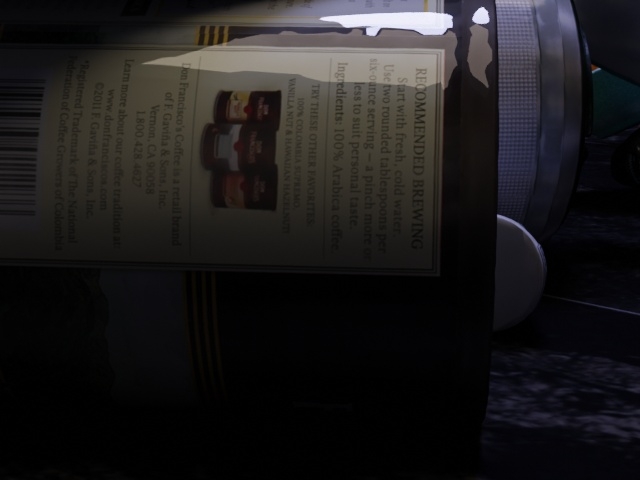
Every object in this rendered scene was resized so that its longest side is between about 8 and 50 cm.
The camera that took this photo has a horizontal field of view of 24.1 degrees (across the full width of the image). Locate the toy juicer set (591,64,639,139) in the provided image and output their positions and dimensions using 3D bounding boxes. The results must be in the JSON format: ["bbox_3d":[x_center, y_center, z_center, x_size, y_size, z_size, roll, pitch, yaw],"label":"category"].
[{"bbox_3d":[0.237,-0.133,1.287,0.329,0.089,0.209,-24,-3,39],"label":"toy juicer set"}]

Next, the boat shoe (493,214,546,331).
[{"bbox_3d":[0.000,0.000,0.897,0.267,0.096,0.088,3,7,5],"label":"boat shoe"}]

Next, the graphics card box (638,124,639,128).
[{"bbox_3d":[0.537,-0.112,1.491,0.232,0.094,0.371,-9,16,-41],"label":"graphics card box"}]

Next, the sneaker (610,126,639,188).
[{"bbox_3d":[0.323,-0.060,1.269,0.106,0.101,0.267,-13,5,-1],"label":"sneaker"}]

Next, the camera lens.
[{"bbox_3d":[0.038,-0.095,1.051,0.274,0.219,0.219,-1,11,-9],"label":"camera lens"}]

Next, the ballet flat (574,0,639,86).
[{"bbox_3d":[0.353,-0.124,1.091,0.400,0.139,0.139,28,12,-1],"label":"ballet flat"}]

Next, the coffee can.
[{"bbox_3d":[-0.059,-0.018,0.702,0.275,0.202,0.201,2,11,4],"label":"coffee can"}]
